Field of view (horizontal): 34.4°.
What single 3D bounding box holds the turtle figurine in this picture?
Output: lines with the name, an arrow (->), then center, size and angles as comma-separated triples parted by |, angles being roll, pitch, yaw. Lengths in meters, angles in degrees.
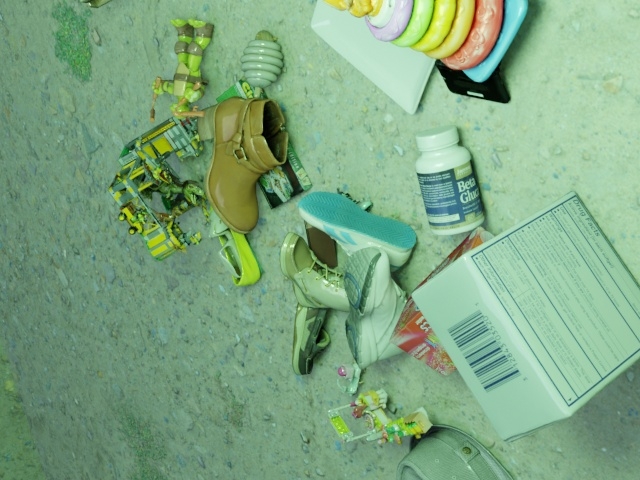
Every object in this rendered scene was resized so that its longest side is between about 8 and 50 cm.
turtle figurine -> -0.268, -0.338, 2.113 | 0.269, 0.087, 0.217 | 20, 102, 60

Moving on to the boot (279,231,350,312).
boot -> 0.017, 0.071, 2.018 | 0.165, 0.077, 0.213 | 13, 146, 27

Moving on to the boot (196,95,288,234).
boot -> -0.132, -0.149, 2.066 | 0.220, 0.109, 0.284 | -1, 103, 48

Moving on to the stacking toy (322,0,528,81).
stacking toy -> 0.128, -0.337, 1.486 | 0.166, 0.301, 0.175 | -61, 41, 40

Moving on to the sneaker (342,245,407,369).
sneaker -> 0.113, 0.116, 1.931 | 0.297, 0.129, 0.111 | 88, 165, -47

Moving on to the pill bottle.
pill bottle -> 0.211, -0.101, 1.722 | 0.094, 0.094, 0.169 | 3, 114, 49

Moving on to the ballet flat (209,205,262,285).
ballet flat -> -0.203, -0.004, 2.291 | 0.077, 0.077, 0.231 | -16, 98, 54

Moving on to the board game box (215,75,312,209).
board game box -> -0.117, -0.201, 2.110 | 0.136, 0.030, 0.260 | -25, 92, 56

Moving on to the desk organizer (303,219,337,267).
desk organizer -> 0.000, 0.000, 2.071 | 0.130, 0.050, 0.047 | 81, 176, -46

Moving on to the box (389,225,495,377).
box -> 0.241, 0.109, 1.759 | 0.128, 0.123, 0.257 | 33, 141, -5

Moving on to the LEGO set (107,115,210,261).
LEGO set -> -0.302, -0.129, 2.203 | 0.192, 0.331, 0.255 | -28, 105, 14

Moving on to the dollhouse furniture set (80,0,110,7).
dollhouse furniture set -> -0.411, -0.588, 1.945 | 0.303, 0.355, 0.174 | -25, 93, 15

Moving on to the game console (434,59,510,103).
game console -> 0.250, -0.283, 1.634 | 0.122, 0.071, 0.107 | 20, 156, 43

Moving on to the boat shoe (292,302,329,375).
boat shoe -> -0.018, 0.211, 2.202 | 0.073, 0.080, 0.224 | 9, 131, 9

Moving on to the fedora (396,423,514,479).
fedora -> 0.250, 0.492, 2.012 | 0.275, 0.124, 0.244 | 46, 141, 21

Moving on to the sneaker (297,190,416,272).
sneaker -> 0.059, -0.013, 1.915 | 0.228, 0.087, 0.092 | 26, 137, 8

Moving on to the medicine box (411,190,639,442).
medicine box -> 0.331, 0.108, 1.542 | 0.263, 0.289, 0.149 | 58, 141, 7

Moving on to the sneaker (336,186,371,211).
sneaker -> 0.054, -0.074, 1.973 | 0.098, 0.038, 0.069 | -32, 86, 53

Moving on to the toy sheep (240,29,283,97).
toy sheep -> -0.113, -0.336, 1.972 | 0.091, 0.091, 0.132 | 1, 87, 50

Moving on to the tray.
tray -> 0.094, -0.349, 1.765 | 0.270, 0.030, 0.145 | 45, 140, 23

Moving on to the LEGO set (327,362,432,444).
LEGO set -> 0.102, 0.357, 2.062 | 0.287, 0.107, 0.132 | 31, 127, 56
